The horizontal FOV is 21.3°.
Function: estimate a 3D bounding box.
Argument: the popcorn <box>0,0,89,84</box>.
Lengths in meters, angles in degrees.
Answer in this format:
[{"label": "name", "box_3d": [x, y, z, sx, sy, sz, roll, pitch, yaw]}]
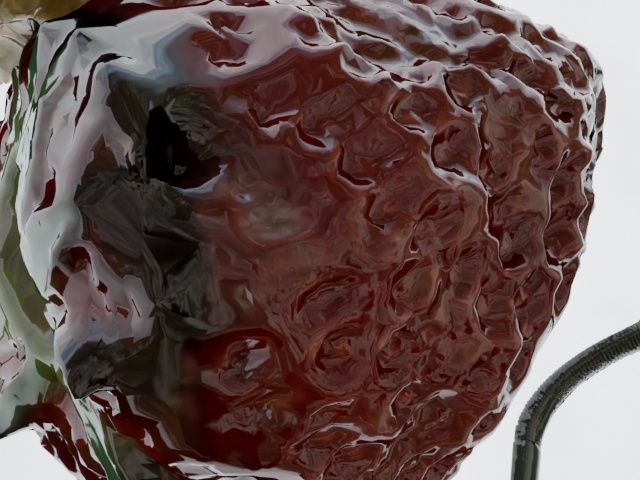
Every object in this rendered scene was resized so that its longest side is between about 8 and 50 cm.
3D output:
[{"label": "popcorn", "box_3d": [-0.203, -0.189, 0.941, 0.225, 0.265, 0.332, 46, -103, -18]}]

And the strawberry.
[{"label": "strawberry", "box_3d": [-0.006, 0.010, 0.785, 0.310, 0.292, 0.291, 10, -96, -24]}]

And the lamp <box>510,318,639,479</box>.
[{"label": "lamp", "box_3d": [0.217, 0.170, 1.187, 0.203, 0.125, 0.283, 44, -121, -47]}]
